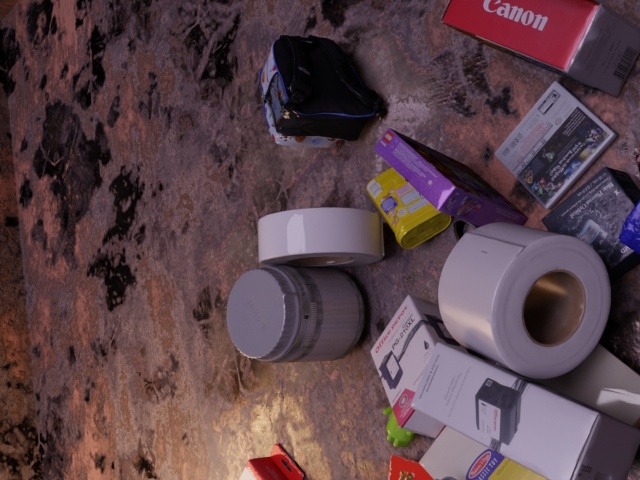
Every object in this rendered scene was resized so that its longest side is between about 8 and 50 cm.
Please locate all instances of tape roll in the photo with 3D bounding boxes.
[{"bbox_3d":[0.000,0.000,1.770,0.286,0.286,0.100,-12,76,43],"label":"tape roll"},{"bbox_3d":[0.350,0.098,1.348,0.169,0.246,0.246,23,102,65],"label":"tape roll"}]

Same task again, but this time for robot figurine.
[{"bbox_3d":[0.184,0.390,1.694,0.101,0.067,0.115,35,109,54],"label":"robot figurine"}]

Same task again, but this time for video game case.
[{"bbox_3d":[0.455,-0.186,1.530,0.190,0.022,0.173,-53,53,25],"label":"video game case"}]

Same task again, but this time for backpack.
[{"bbox_3d":[-0.022,-0.359,1.871,0.213,0.276,0.264,-45,53,47],"label":"backpack"}]

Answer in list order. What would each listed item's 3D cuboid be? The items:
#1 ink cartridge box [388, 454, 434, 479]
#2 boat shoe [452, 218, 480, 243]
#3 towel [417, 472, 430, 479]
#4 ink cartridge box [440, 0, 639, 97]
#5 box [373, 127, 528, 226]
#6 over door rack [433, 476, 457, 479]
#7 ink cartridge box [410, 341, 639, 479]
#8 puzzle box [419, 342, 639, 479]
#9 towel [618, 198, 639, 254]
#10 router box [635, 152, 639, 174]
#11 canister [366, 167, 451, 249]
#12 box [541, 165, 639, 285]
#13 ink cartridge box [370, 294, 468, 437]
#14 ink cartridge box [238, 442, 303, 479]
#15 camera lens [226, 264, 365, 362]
[{"bbox_3d":[0.260,0.633,1.568,0.384,0.091,0.308,7,91,40],"label":"ink cartridge box"},{"bbox_3d":[0.341,0.049,1.576,0.084,0.079,0.233,-42,60,31],"label":"boat shoe"},{"bbox_3d":[0.234,0.544,1.668,0.083,0.009,0.060,31,107,42],"label":"towel"},{"bbox_3d":[0.391,-0.402,1.443,0.309,0.271,0.130,37,110,41],"label":"ink cartridge box"},{"bbox_3d":[0.259,-0.108,1.521,0.057,0.293,0.201,-54,52,17],"label":"box"},{"bbox_3d":[0.205,0.624,1.394,0.324,0.108,0.240,-105,33,-42],"label":"over door rack"},{"bbox_3d":[0.345,0.300,1.310,0.307,0.223,0.129,21,86,43],"label":"ink cartridge box"},{"bbox_3d":[0.393,0.352,1.437,0.409,0.052,0.272,-54,48,10],"label":"puzzle box"},{"bbox_3d":[0.644,-0.012,1.195,0.308,0.076,0.228,36,117,24],"label":"towel"},{"bbox_3d":[0.588,-0.091,1.340,0.038,0.092,0.123,-19,72,41],"label":"router box"},{"bbox_3d":[0.190,-0.081,1.714,0.126,0.073,0.170,-30,56,-1],"label":"canister"},{"bbox_3d":[0.515,-0.022,1.404,0.156,0.093,0.158,-45,58,31],"label":"box"},{"bbox_3d":[0.209,0.253,1.604,0.172,0.100,0.237,-59,26,22],"label":"ink cartridge box"},{"bbox_3d":[-0.146,0.646,1.978,0.134,0.078,0.231,39,111,40],"label":"ink cartridge box"},{"bbox_3d":[-0.050,0.171,1.802,0.219,0.274,0.220,-6,81,44],"label":"camera lens"}]
